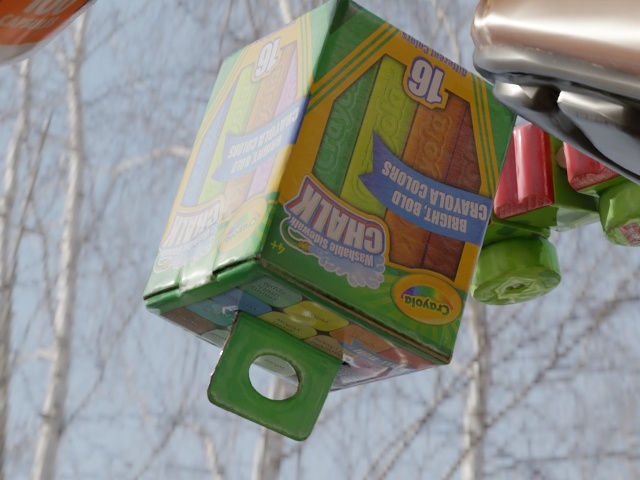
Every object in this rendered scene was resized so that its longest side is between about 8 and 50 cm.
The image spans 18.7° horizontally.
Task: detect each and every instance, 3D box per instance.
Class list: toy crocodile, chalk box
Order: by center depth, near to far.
[{"bbox_3d":[0.000,0.000,1.062,0.132,0.213,0.132,27,-26,-26],"label":"chalk box"},{"bbox_3d":[0.147,-0.040,1.278,0.105,0.115,0.340,10,-25,-37],"label":"toy crocodile"}]

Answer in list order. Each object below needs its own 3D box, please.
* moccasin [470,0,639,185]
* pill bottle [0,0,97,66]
[{"bbox_3d":[0.181,-0.047,0.394,0.139,0.380,0.147,26,-88,-26],"label":"moccasin"},{"bbox_3d":[-0.061,-0.261,0.736,0.392,0.224,0.224,-37,-65,27],"label":"pill bottle"}]
